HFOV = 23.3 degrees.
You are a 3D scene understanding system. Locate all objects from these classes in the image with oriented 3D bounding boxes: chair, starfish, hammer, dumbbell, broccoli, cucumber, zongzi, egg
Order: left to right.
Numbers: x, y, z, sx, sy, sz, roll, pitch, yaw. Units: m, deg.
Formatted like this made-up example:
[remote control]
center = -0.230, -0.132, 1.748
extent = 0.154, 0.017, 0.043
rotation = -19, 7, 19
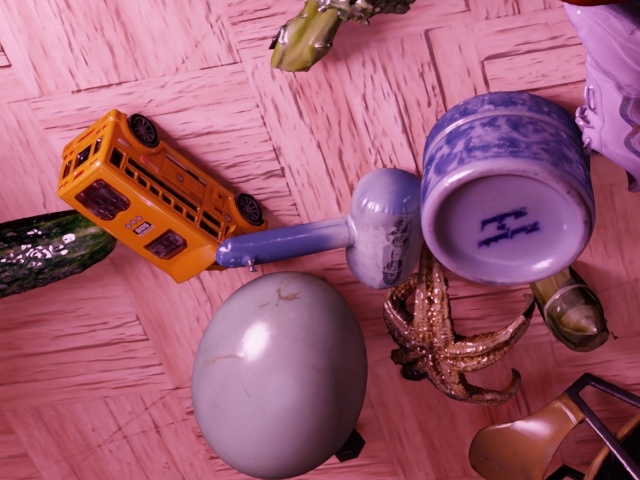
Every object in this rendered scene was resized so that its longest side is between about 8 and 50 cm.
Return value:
[cucumber]
center = -0.298, 0.019, 1.475
extent = 0.241, 0.074, 0.074
rotation = -14, 131, 17
[egg]
center = -0.038, 0.130, 1.487
extent = 0.168, 0.168, 0.231
rotation = 10, 132, -4
[hammer]
center = 0.000, 0.000, 1.392
extent = 0.194, 0.069, 0.116
rotation = -11, 137, -16
[dumbbell]
center = 0.014, 0.197, 1.640
extent = 0.036, 0.040, 0.083
rotation = -38, 127, -3
[broccoli]
center = 0.015, -0.195, 1.231
extent = 0.118, 0.122, 0.204
rotation = 33, 145, -5
[starfish]
center = 0.130, 0.081, 1.483
extent = 0.146, 0.074, 0.190
rotation = 14, 136, 27
[zongzi]
center = 0.249, 0.085, 1.453
extent = 0.055, 0.119, 0.109
rotation = -35, 126, 3
[chair]
center = 0.298, 0.241, 1.581
extent = 0.247, 0.172, 0.159
rotation = 38, 144, 30

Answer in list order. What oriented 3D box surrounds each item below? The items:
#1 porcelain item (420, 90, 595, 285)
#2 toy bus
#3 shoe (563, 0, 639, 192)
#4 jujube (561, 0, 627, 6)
[porcelain item]
center = 0.160, -0.047, 1.333
extent = 0.147, 0.114, 0.147
rotation = 3, 133, 4
[toy bus]
center = -0.140, -0.027, 1.400
extent = 0.194, 0.088, 0.083
rotation = 37, 128, -28
[shoe]
center = 0.254, -0.125, 1.263
extent = 0.137, 0.095, 0.245
rotation = -33, 129, 28
[jujube]
center = 0.211, -0.284, 1.060
extent = 0.190, 0.190, 0.255
rotation = 18, 132, -12
